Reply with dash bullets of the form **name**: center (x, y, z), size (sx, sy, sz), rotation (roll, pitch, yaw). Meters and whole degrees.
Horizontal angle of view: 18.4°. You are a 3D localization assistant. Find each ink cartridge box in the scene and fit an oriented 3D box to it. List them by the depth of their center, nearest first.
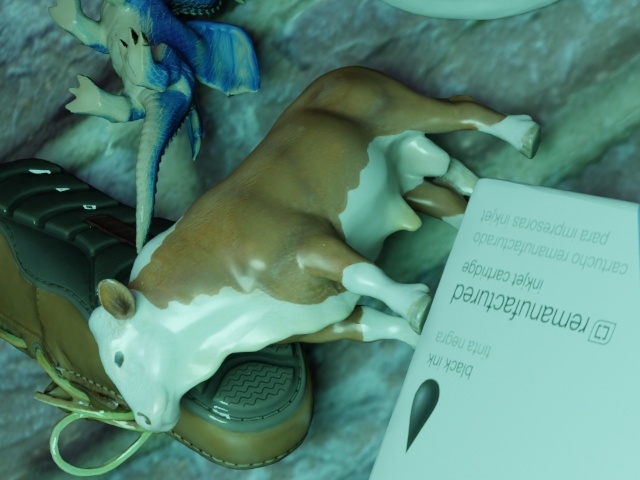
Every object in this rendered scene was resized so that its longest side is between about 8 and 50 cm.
- **ink cartridge box**: center (0.151, 0.190, 0.989), size (0.285, 0.166, 0.394), rotation (13, 82, 56)

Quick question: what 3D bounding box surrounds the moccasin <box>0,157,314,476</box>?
- **moccasin**: center (-0.135, 0.065, 1.319), size (0.380, 0.139, 0.147), rotation (23, 125, 44)

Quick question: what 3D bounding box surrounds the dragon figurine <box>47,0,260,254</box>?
- **dragon figurine**: center (-0.098, -0.115, 1.355), size (0.085, 0.144, 0.289), rotation (-46, 47, 29)

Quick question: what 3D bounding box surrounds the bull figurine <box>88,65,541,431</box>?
- **bull figurine**: center (0.000, 0.000, 1.174), size (0.188, 0.101, 0.310), rotation (17, 46, 18)

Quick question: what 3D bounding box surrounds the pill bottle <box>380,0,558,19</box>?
- **pill bottle**: center (0.096, -0.294, 1.259), size (0.162, 0.162, 0.278), rotation (-13, 66, 34)
